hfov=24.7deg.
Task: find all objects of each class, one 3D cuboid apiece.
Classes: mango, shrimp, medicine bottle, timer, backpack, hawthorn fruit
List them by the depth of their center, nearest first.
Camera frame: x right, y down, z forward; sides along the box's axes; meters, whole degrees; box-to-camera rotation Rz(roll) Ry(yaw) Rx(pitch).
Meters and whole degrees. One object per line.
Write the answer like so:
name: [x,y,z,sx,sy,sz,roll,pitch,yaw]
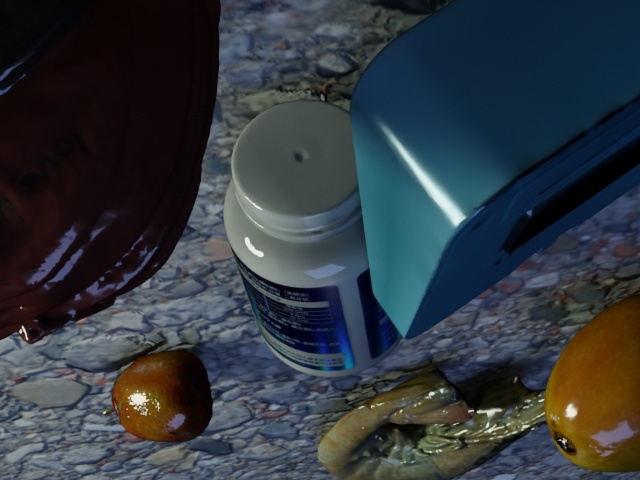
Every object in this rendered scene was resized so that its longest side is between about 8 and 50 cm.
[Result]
backpack: [-0.136,-0.057,0.638,0.229,0.229,0.139,-23,151,22]
timer: [0.124,-0.060,0.791,0.232,0.091,0.250,-34,164,-14]
medicine bottle: [0.000,0.000,0.888,0.107,0.107,0.191,-11,150,1]
hawthorn fruit: [-0.117,0.118,1.098,0.077,0.077,0.077,-8,150,-4]
mango: [0.282,0.102,1.140,0.253,0.138,0.113,-10,-162,-32]
shrimp: [0.096,0.149,1.233,0.145,0.059,0.254,23,143,-29]
